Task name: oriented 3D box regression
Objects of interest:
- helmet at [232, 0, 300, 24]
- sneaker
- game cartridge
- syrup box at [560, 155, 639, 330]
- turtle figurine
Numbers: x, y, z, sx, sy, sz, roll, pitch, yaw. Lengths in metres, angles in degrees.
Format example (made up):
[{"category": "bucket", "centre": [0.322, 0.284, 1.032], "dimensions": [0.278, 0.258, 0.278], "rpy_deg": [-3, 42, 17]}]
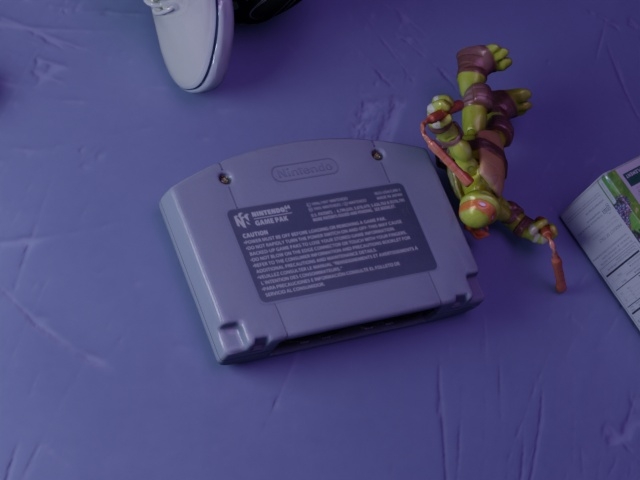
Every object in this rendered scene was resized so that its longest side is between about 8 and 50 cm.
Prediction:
[{"category": "helmet", "centre": [-0.056, -0.311, 1.742], "dimensions": [0.169, 0.161, 0.169], "rpy_deg": [13, 58, -21]}, {"category": "sneaker", "centre": [-0.152, -0.265, 1.663], "dimensions": [0.091, 0.094, 0.258], "rpy_deg": [-18, 102, -46]}, {"category": "game cartridge", "centre": [0.000, 0.000, 1.665], "dimensions": [0.297, 0.062, 0.198], "rpy_deg": [-10, 64, -31]}, {"category": "syrup box", "centre": [0.366, 0.032, 1.809], "dimensions": [0.093, 0.096, 0.237], "rpy_deg": [-25, 76, -36]}, {"category": "turtle figurine", "centre": [0.172, -0.079, 1.773], "dimensions": [0.269, 0.087, 0.217], "rpy_deg": [43, 41, -33]}]
